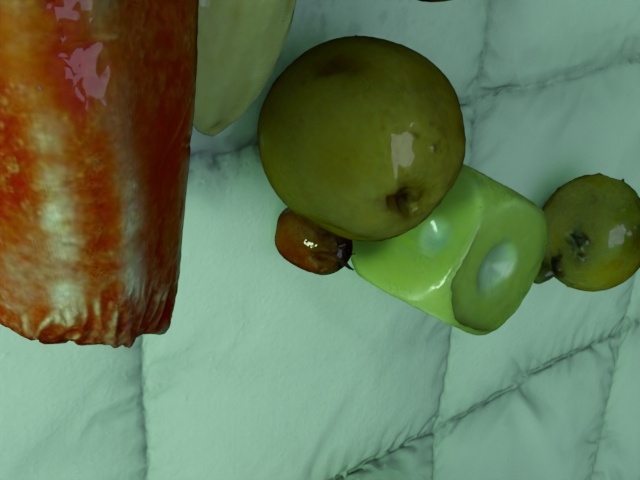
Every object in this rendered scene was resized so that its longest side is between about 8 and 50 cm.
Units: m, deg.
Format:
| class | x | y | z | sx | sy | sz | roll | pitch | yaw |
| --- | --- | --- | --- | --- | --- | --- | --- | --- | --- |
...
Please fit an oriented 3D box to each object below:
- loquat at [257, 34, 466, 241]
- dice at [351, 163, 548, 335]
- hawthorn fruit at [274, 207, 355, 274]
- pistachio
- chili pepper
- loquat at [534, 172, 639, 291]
| class | x | y | z | sx | sy | sz | roll | pitch | yaw |
| --- | --- | --- | --- | --- | --- | --- | --- | --- | --- |
| loquat | 0.041 | -0.102 | 0.921 | 0.208 | 0.208 | 0.208 | -21 | 124 | -35 |
| dice | 0.149 | 0.002 | 1.090 | 0.166 | 0.169 | 0.169 | 26 | 92 | -47 |
| hawthorn fruit | 0.000 | 0.000 | 1.001 | 0.081 | 0.093 | 0.081 | -23 | 126 | -36 |
| pistachio | -0.097 | -0.199 | 0.761 | 0.157 | 0.157 | 0.230 | -9 | 123 | -41 |
| chili pepper | -0.208 | -0.082 | 0.647 | 0.229 | 0.251 | 0.305 | -34 | 139 | -54 |
| loquat | 0.386 | -0.004 | 1.332 | 0.204 | 0.149 | 0.172 | -37 | 135 | -5 |
